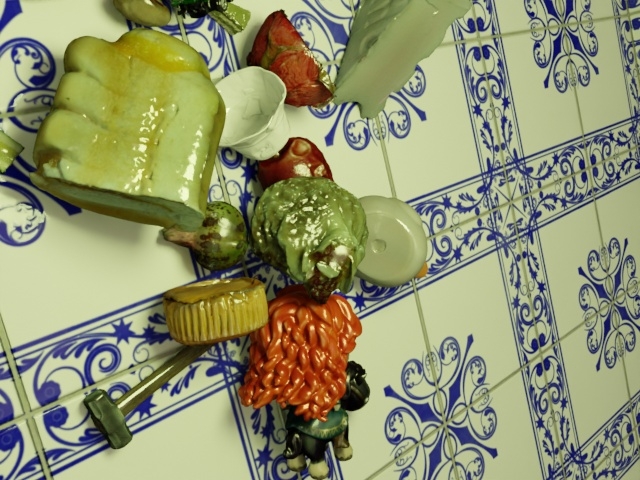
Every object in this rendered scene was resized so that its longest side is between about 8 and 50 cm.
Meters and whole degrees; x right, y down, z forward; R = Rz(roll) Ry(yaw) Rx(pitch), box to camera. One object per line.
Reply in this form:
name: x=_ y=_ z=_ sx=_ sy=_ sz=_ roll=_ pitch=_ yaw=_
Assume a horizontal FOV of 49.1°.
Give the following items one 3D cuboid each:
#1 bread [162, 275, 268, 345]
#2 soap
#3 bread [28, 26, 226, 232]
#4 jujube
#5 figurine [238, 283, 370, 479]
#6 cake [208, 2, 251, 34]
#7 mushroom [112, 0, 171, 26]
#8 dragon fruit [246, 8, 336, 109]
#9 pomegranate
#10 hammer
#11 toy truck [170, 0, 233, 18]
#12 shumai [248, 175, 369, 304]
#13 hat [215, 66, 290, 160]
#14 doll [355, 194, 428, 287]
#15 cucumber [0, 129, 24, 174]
bread: x=-0.198 y=0.136 z=1.337 sx=0.199 sy=0.199 sz=0.104 roll=-15 pitch=102 yaw=-40
soap: x=0.188 y=-0.454 z=1.653 sx=0.159 sy=0.258 sz=0.302 roll=26 pitch=72 yaw=-38
bread: x=-0.326 y=-0.199 z=1.233 sx=0.301 sy=0.210 sz=0.341 roll=11 pitch=73 yaw=-17
jujube: x=-0.039 y=-0.111 z=1.518 sx=0.155 sy=0.155 sz=0.230 roll=-48 pitch=127 yaw=-32
figurine: x=-0.011 y=0.301 z=1.486 sx=0.306 sy=0.241 sz=0.411 roll=-42 pitch=125 yaw=-25
cake: x=-0.212 y=-0.474 z=1.444 sx=0.140 sy=0.051 sz=0.055 roll=18 pitch=78 yaw=-37
mushroom: x=-0.334 y=-0.562 z=1.318 sx=0.159 sy=0.122 sz=0.328 roll=5 pitch=82 yaw=-4
dragon fruit: x=-0.084 y=-0.356 z=1.478 sx=0.148 sy=0.218 sz=0.223 roll=-34 pitch=91 yaw=1
pomegranate: x=-0.217 y=-0.008 z=1.370 sx=0.163 sy=0.126 sz=0.138 roll=-4 pitch=103 yaw=-40
hammer: x=-0.281 y=0.246 z=1.359 sx=0.365 sy=0.043 sz=0.111 roll=-37 pitch=111 yaw=-37
toy truck: x=-0.202 y=-0.525 z=1.343 sx=0.259 sy=0.088 sz=0.121 roll=-66 pitch=147 yaw=-43
shumai: x=-0.001 y=-0.001 z=1.383 sx=0.256 sy=0.218 sz=0.189 roll=-1 pitch=124 yaw=-24
hat: x=-0.140 y=-0.242 z=1.433 sx=0.126 sy=0.203 sz=0.203 roll=48 pitch=56 yaw=-56
doll: x=0.162 y=0.000 z=1.676 sx=0.251 sy=0.221 sz=0.221 roll=43 pitch=58 yaw=0
cucumber: x=-0.552 y=-0.157 z=1.147 sx=0.107 sy=0.035 sz=0.067 roll=38 pitch=54 yaw=-25
